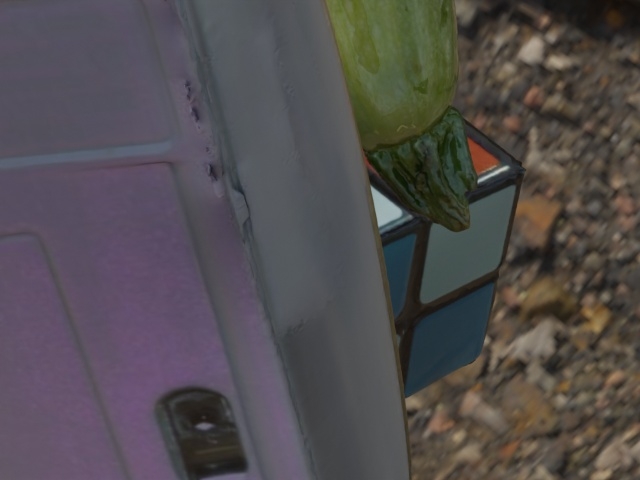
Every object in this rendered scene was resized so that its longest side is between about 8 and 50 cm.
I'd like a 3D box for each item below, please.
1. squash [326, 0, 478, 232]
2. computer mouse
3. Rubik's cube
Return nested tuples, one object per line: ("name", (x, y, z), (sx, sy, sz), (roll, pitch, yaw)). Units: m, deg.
("squash", (0.021, -0.110, 0.720), (0.094, 0.094, 0.224), (-16, 95, -19))
("computer mouse", (-0.052, 0.007, 0.389), (0.126, 0.245, 0.056), (-5, 40, 11))
("Rubik's cube", (0.000, 0.000, 1.206), (0.183, 0.167, 0.180), (-24, 49, -30))
